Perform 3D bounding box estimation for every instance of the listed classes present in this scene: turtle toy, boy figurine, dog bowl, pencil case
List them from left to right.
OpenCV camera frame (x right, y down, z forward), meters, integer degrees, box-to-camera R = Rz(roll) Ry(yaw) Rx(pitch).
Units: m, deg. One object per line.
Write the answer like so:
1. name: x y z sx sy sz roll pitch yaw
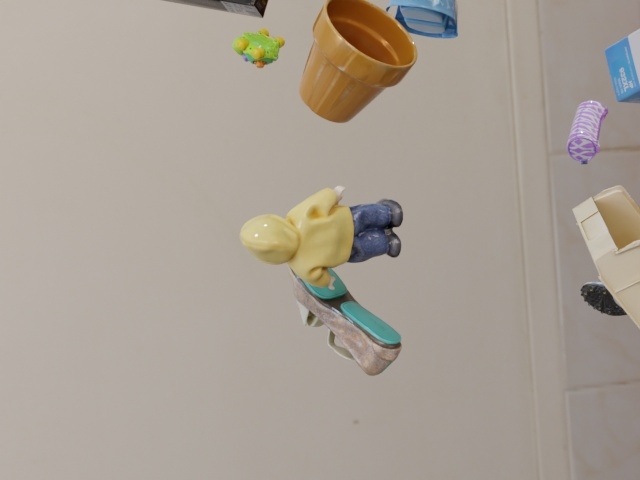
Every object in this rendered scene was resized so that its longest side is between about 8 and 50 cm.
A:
1. turtle toy: -0.149 -0.442 2.023 0.130 0.066 0.095 32 48 26
2. boy figurine: 0.000 0.000 1.456 0.285 0.177 0.092 -8 19 -26
3. dog bowl: 0.254 -0.559 2.115 0.166 0.074 0.297 12 2 12
4. pencil case: 0.737 -0.305 2.423 0.088 0.086 0.206 -7 38 31

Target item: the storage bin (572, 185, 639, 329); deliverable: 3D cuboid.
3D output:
1. storage bin: 0.624 0.051 1.710 0.123 0.260 0.262 -36 16 20

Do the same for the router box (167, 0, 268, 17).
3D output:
1. router box: -0.259 -0.710 2.214 0.309 0.243 0.081 14 -8 17

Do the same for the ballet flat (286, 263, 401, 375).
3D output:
1. ballet flat: 0.022 0.143 1.678 0.107 0.106 0.316 -4 37 -43

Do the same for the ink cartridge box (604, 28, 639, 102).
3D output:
1. ink cartridge box: 0.777 -0.390 1.777 0.223 0.129 0.307 -1 -14 -29

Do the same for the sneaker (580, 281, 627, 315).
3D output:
1. sneaker: 0.754 0.135 2.130 0.237 0.085 0.086 5 27 32

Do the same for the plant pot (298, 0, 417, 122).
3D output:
1. plant pot: 0.054 -0.339 1.713 0.205 0.205 0.188 -7 -34 -41
